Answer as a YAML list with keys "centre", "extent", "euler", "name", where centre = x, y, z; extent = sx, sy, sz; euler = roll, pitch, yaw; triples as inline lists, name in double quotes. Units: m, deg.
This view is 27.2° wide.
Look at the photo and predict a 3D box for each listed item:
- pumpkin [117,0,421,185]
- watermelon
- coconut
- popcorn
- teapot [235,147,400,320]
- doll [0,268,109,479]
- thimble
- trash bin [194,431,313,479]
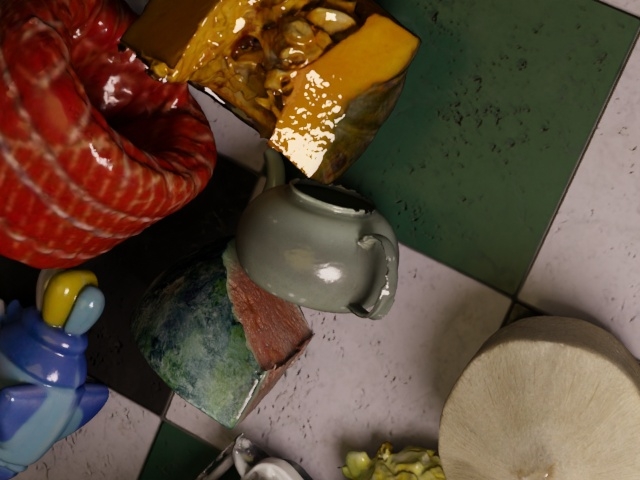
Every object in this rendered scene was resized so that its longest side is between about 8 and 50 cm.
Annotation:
- centre: [-0.051, -0.219, 1.499]
  extent: [0.303, 0.256, 0.225]
  euler: [38, 98, -10]
  name: "pumpkin"
- centre: [-0.094, 0.100, 1.568]
  extent: [0.226, 0.318, 0.148]
  euler: [28, 104, -27]
  name: "watermelon"
- centre: [0.246, 0.209, 1.431]
  extent: [0.237, 0.266, 0.237]
  euler: [2, 99, 11]
  name: "coconut"
- centre: [0.098, 0.307, 1.565]
  extent: [0.141, 0.135, 0.162]
  euler: [-34, 86, 27]
  name: "popcorn"
- centre: [0.000, 0.000, 1.532]
  extent: [0.294, 0.193, 0.129]
  euler: [36, 115, 49]
  name: "teapot"
- centre: [-0.433, 0.174, 1.713]
  extent: [0.365, 0.187, 0.376]
  euler: [0, 114, 27]
  name: "doll"
- centre: [-0.305, -0.144, 1.554]
  extent: [0.230, 0.350, 0.350]
  euler: [-29, 86, 20]
  name: "thimble"
- centre: [-0.120, 0.430, 1.520]
  extent: [0.296, 0.367, 0.256]
  euler: [49, 120, 9]
  name: "trash bin"
